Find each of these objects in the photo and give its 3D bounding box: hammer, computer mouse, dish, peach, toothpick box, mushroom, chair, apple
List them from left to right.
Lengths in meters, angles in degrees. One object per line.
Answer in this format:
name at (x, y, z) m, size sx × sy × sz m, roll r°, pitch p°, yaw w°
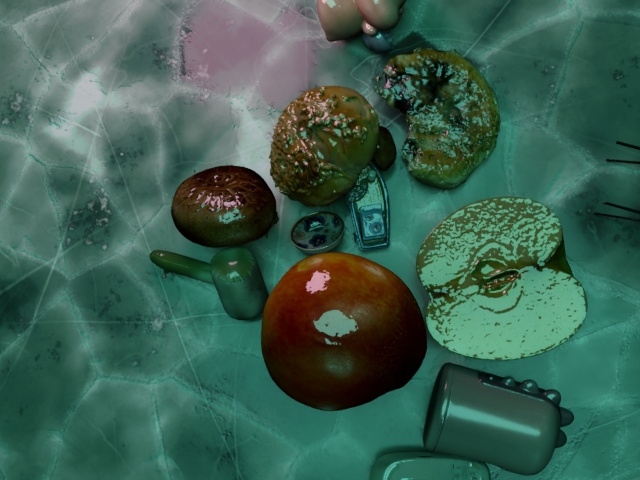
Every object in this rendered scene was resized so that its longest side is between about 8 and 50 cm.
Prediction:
hammer at (-0.294, 0.082, 1.918) m, size 0.335 × 0.206 × 0.119 m, roll 14°, pitch 52°, yaw 23°
mushroom at (-0.226, -0.087, 1.878) m, size 0.278 × 0.297 × 0.163 m, roll -5°, pitch 117°, yaw -29°
dish at (0.000, 0.000, 1.945) m, size 0.141 × 0.078 × 0.141 m, roll -9°, pitch 43°, yaw 9°
peach at (0.055, 0.207, 1.756) m, size 0.388 × 0.388 × 0.388 m, roll -1°, pitch 81°, yaw 5°
mushroom at (0.146, -0.233, 1.935) m, size 0.087 × 0.127 × 0.127 m, roll -15°, pitch 80°, yaw 7°
computer mouse at (0.257, 0.580, 1.816) m, size 0.288 × 0.097 × 0.159 m, roll 4°, pitch 80°, yaw -5°
apple at (0.406, 0.092, 1.785) m, size 0.360 × 0.320 × 0.312 m, roll -15°, pitch 118°, yaw 7°
toothpick box at (0.413, 0.409, 1.766) m, size 0.316 × 0.229 × 0.229 m, roll 14°, pitch 83°, yaw 6°
chair at (0.807, -0.121, 1.845) m, size 0.247 × 0.172 × 0.159 m, roll 12°, pitch 82°, yaw 14°

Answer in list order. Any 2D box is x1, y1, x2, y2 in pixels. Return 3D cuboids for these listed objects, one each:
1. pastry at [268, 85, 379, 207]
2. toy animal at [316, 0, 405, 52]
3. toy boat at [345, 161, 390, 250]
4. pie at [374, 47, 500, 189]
pastry at (-0.013, -0.236, 1.875) m, size 0.316 × 0.184 × 0.284 m, roll -49°, pitch 53°, yaw 23°
toy animal at (0.106, -0.613, 1.963) m, size 0.221 × 0.210 × 0.229 m, roll 16°, pitch 120°, yaw 3°
toy boat at (0.120, -0.096, 1.930) m, size 0.109 × 0.098 × 0.238 m, roll -7°, pitch 80°, yaw 1°
pie at (0.308, -0.315, 1.939) m, size 0.296 × 0.078 × 0.371 m, roll -18°, pitch 85°, yaw -9°
